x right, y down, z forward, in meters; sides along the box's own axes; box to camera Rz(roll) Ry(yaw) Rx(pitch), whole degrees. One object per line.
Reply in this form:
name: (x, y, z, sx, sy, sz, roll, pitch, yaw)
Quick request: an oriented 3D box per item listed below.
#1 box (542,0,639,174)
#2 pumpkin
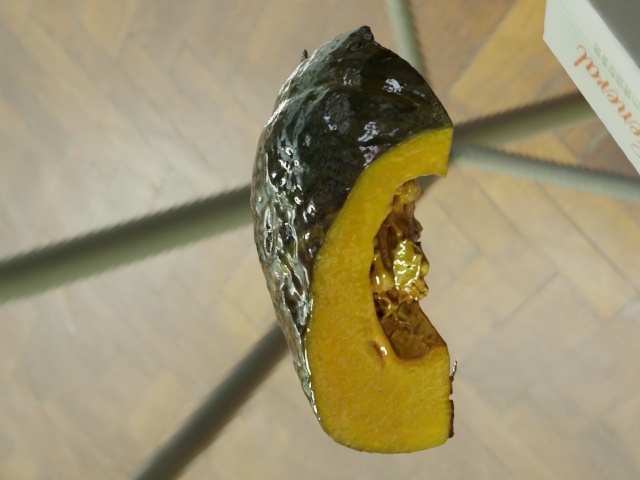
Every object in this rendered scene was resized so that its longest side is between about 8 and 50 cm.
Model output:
box: (0.160, -0.067, 0.521, 0.048, 0.152, 0.100, 92, 154, -54)
pumpkin: (-0.003, 0.004, 1.071, 0.163, 0.111, 0.279, 40, 144, 45)
